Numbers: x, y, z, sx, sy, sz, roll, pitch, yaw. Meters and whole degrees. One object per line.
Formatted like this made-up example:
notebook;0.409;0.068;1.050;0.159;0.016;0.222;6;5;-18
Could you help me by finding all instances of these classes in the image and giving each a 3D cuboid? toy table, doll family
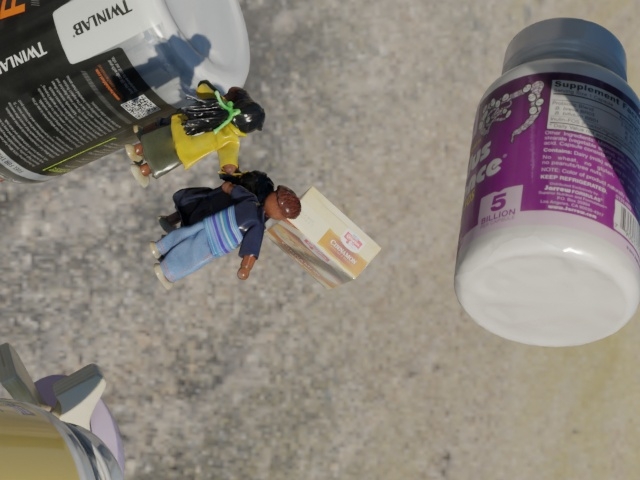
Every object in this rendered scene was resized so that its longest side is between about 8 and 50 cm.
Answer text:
toy table;-0.400;0.278;1.749;0.252;0.274;0.161;-37;141;-8
doll family;-0.074;-0.047;0.876;0.076;0.111;0.193;49;20;-64

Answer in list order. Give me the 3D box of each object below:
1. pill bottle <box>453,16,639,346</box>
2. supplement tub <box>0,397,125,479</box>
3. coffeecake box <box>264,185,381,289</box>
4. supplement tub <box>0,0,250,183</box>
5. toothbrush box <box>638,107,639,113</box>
pill bottle;0.223;-0.065;1.163;0.169;0.169;0.301;54;37;-43
supplement tub;-0.360;0.262;1.144;0.331;0.241;0.241;21;71;-60
coffeecake box;0.000;0.000;1.898;0.142;0.185;0.068;42;76;-4
supplement tub;-0.262;-0.187;1.293;0.207;0.338;0.207;46;33;-42
toothbrush box;0.440;-0.175;0.997;0.126;0.295;0.216;-56;160;-44
